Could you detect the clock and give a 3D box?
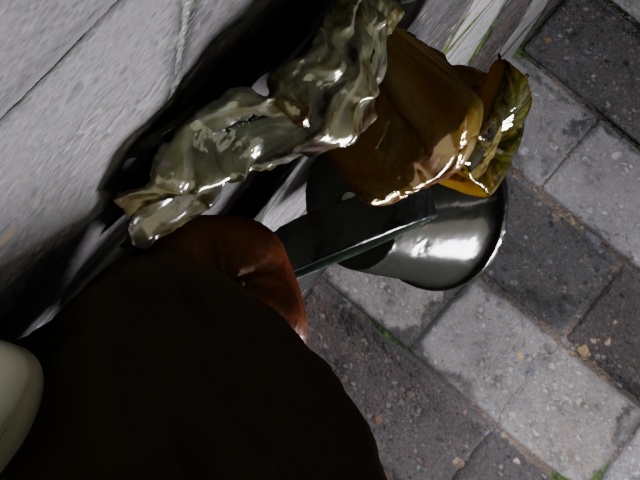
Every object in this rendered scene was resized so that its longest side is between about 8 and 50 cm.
[{"bbox_3d":[0.000,0.000,1.896,0.280,0.055,0.280,-23,177,-1],"label":"clock"}]

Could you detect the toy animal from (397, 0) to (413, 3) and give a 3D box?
[{"bbox_3d":[0.134,-0.292,1.361,0.253,0.070,0.079,-46,-172,26],"label":"toy animal"}]

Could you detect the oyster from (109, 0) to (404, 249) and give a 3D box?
[{"bbox_3d":[-0.026,-0.095,1.297,0.354,0.107,0.201,-47,178,-34],"label":"oyster"}]

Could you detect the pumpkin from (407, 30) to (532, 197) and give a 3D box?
[{"bbox_3d":[0.128,-0.149,1.876,0.139,0.190,0.280,-61,166,-3],"label":"pumpkin"}]

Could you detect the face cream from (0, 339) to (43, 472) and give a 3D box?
[{"bbox_3d":[-0.247,0.116,0.940,0.173,0.081,0.348,-45,176,-6],"label":"face cream"}]

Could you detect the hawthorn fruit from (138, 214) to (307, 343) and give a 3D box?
[{"bbox_3d":[-0.102,0.066,1.485,0.189,0.189,0.189,-50,176,-5],"label":"hawthorn fruit"}]

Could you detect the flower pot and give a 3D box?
[{"bbox_3d":[0.089,-0.055,2.146,0.166,0.269,0.269,-11,147,-45],"label":"flower pot"}]

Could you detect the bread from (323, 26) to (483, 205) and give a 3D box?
[{"bbox_3d":[0.068,-0.121,1.590,0.132,0.167,0.294,-51,175,12],"label":"bread"}]

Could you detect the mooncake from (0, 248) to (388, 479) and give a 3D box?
[{"bbox_3d":[-0.109,0.179,1.249,0.187,0.324,0.324,-33,-176,27],"label":"mooncake"}]
